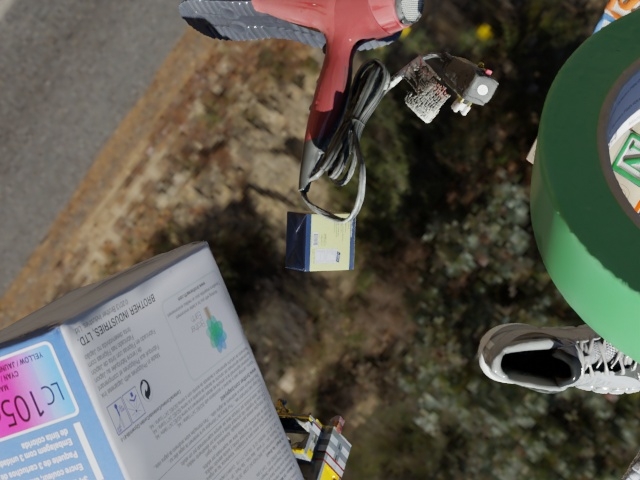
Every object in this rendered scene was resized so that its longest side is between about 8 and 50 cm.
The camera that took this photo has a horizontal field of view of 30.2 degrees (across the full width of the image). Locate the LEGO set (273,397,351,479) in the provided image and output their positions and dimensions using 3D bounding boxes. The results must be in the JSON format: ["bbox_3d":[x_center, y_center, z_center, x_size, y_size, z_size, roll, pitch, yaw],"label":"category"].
[{"bbox_3d":[-0.125,0.234,1.327,0.331,0.255,0.192,-8,-130,38],"label":"LEGO set"}]

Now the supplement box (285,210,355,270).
[{"bbox_3d":[0.000,0.000,1.702,0.056,0.083,0.083,10,-81,57],"label":"supplement box"}]

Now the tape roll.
[{"bbox_3d":[0.315,-0.042,0.857,0.321,0.321,0.077,-50,156,-27],"label":"tape roll"}]

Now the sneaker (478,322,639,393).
[{"bbox_3d":[0.281,0.127,1.224,0.132,0.228,0.086,-28,113,-85],"label":"sneaker"}]

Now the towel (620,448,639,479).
[{"bbox_3d":[0.582,0.297,1.645,0.283,0.235,0.121,-44,160,-34],"label":"towel"}]

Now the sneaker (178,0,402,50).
[{"bbox_3d":[-0.030,-0.336,1.579,0.112,0.319,0.131,64,41,-57],"label":"sneaker"}]

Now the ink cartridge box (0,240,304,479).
[{"bbox_3d":[-0.129,0.229,0.979,0.151,0.395,0.270,-21,-174,22],"label":"ink cartridge box"}]

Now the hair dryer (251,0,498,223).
[{"bbox_3d":[0.015,-0.183,1.183,0.223,0.293,0.080,-39,146,8],"label":"hair dryer"}]

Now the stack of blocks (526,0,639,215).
[{"bbox_3d":[0.352,-0.165,1.161,0.087,0.171,0.297,-10,131,-52],"label":"stack of blocks"}]
